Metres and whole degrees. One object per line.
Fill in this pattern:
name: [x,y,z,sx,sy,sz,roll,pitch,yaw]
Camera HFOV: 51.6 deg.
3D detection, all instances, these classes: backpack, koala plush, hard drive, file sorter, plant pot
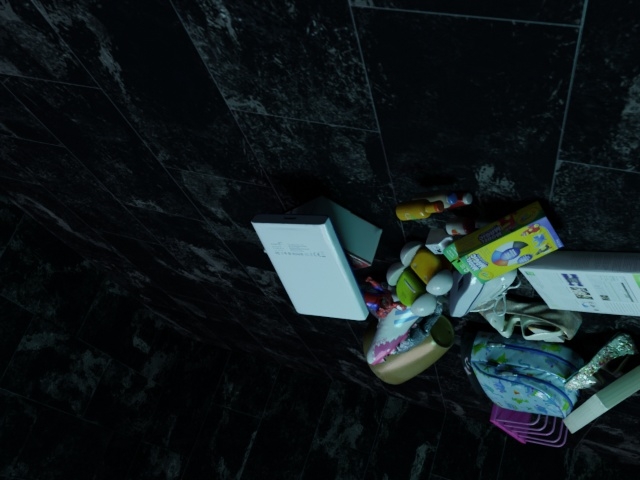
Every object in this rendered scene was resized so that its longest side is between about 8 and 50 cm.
backpack: [0.638,0.411,2.063,0.356,0.273,0.290,-8,133,28]
koala plush: [0.218,0.207,2.005,0.221,0.203,0.196,43,151,-22]
hard drive: [-0.021,0.067,1.641,0.210,0.040,0.318,2,133,32]
file sorter: [0.803,0.638,2.494,0.182,0.202,0.291,-2,150,42]
plant pot: [0.312,0.330,2.193,0.237,0.237,0.254,30,141,-24]

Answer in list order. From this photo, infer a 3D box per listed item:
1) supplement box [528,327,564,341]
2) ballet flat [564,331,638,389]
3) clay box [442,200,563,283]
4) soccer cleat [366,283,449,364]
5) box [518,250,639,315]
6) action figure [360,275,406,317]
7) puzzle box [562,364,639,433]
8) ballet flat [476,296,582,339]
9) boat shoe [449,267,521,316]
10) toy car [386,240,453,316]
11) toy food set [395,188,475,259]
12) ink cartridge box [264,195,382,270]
supplement box: [0.657,0.259,1.917,0.098,0.036,0.062,35,154,-33]
ballet flat: [0.770,0.350,1.815,0.091,0.077,0.241,2,132,-43]
clay box: [0.381,0.015,1.392,0.222,0.053,0.127,-30,137,19]
soccer cleat: [0.216,0.204,1.866,0.143,0.331,0.116,42,-161,7]
box: [0.649,0.100,1.511,0.322,0.058,0.232,3,153,40]
action figure: [0.094,0.141,1.762,0.281,0.091,0.139,11,161,6]
puzzle box: [0.854,0.431,1.890,0.052,0.272,0.409,56,172,24]
ballet flat: [0.546,0.215,1.811,0.316,0.106,0.107,2,153,39]
boat shoe: [0.419,0.112,1.654,0.157,0.135,0.367,5,160,2]
toy car: [0.273,0.094,1.707,0.136,0.159,0.182,-7,138,-42]
toy food set: [0.277,-0.042,1.410,0.105,0.111,0.232,-4,146,48]
ink cartridge box: [0.000,0.000,1.757,0.197,0.114,0.273,28,158,-22]
